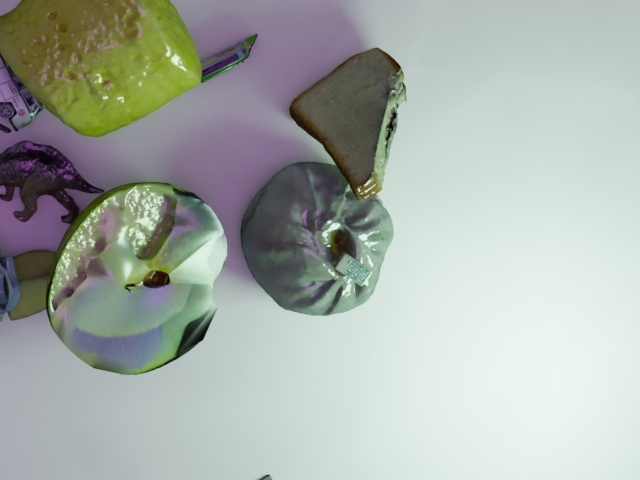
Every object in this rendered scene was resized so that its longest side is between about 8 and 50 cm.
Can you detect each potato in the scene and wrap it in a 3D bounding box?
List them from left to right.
[{"bbox_3d":[-0.594,0.089,1.645,0.149,0.081,0.120,-11,140,-36],"label":"potato"}]

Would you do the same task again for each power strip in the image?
[{"bbox_3d":[0.068,0.060,1.632,0.090,0.016,0.040,34,95,-28],"label":"power strip"}]

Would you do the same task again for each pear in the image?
[{"bbox_3d":[-0.391,0.057,1.605,0.398,0.165,0.399,-15,115,-34],"label":"pear"}]

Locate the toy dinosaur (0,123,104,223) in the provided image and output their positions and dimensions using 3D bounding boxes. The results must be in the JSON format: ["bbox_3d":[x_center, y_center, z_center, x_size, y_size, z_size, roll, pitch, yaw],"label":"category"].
[{"bbox_3d":[-0.588,-0.127,1.568,0.294,0.077,0.162,21,117,-19],"label":"toy dinosaur"}]

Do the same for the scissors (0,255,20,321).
[{"bbox_3d":[-0.677,0.172,1.603,0.029,0.191,0.360,-6,120,-45],"label":"scissors"}]

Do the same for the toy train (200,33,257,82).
[{"bbox_3d":[-0.218,-0.374,1.659,0.209,0.044,0.042,-28,105,-8],"label":"toy train"}]

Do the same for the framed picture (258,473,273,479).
[{"bbox_3d":[-0.162,0.642,1.877,0.149,0.011,0.109,-30,106,-8],"label":"framed picture"}]

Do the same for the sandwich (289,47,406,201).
[{"bbox_3d":[0.101,-0.254,1.662,0.254,0.100,0.288,-32,63,-6],"label":"sandwich"}]

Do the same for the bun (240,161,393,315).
[{"bbox_3d":[-0.006,0.000,1.706,0.354,0.194,0.355,-3,100,-16],"label":"bun"}]

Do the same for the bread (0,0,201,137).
[{"bbox_3d":[-0.414,-0.374,1.458,0.307,0.348,0.348,-35,107,-2],"label":"bread"}]

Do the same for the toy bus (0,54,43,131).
[{"bbox_3d":[-0.619,-0.317,1.543,0.089,0.087,0.194,-27,107,-13],"label":"toy bus"}]
